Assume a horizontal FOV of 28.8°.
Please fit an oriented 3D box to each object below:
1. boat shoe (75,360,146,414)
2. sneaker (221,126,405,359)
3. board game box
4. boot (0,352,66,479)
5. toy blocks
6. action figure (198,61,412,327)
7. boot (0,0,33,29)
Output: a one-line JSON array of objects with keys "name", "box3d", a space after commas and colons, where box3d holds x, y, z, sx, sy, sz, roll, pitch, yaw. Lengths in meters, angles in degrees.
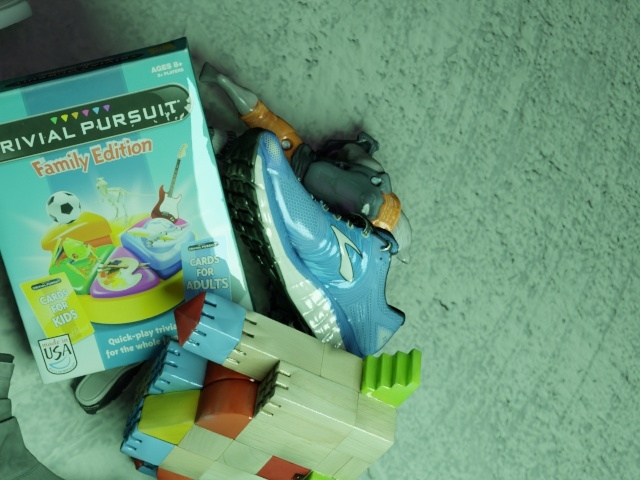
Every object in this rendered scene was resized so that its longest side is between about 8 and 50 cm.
[{"name": "boat shoe", "box3d": [-0.240, 0.157, 1.490, 0.046, 0.038, 0.125, 26, 59, 23]}, {"name": "sneaker", "box3d": [0.000, 0.000, 1.459, 0.147, 0.130, 0.330, -34, 119, -12]}, {"name": "board game box", "box3d": [-0.230, -0.029, 1.385, 0.253, 0.079, 0.336, -14, 110, -2]}, {"name": "boot", "box3d": [-0.346, 0.230, 1.387, 0.338, 0.118, 0.223, 3, 77, -29]}, {"name": "toy blocks", "box3d": [-0.098, 0.213, 1.404, 0.261, 0.381, 0.191, 24, 43, -15]}, {"name": "action figure", "box3d": [-0.038, -0.026, 1.544, 0.330, 0.178, 0.341, 21, 73, -13]}, {"name": "boot", "box3d": [-0.460, -0.269, 1.401, 0.258, 0.095, 0.123, -23, 105, -26]}]
